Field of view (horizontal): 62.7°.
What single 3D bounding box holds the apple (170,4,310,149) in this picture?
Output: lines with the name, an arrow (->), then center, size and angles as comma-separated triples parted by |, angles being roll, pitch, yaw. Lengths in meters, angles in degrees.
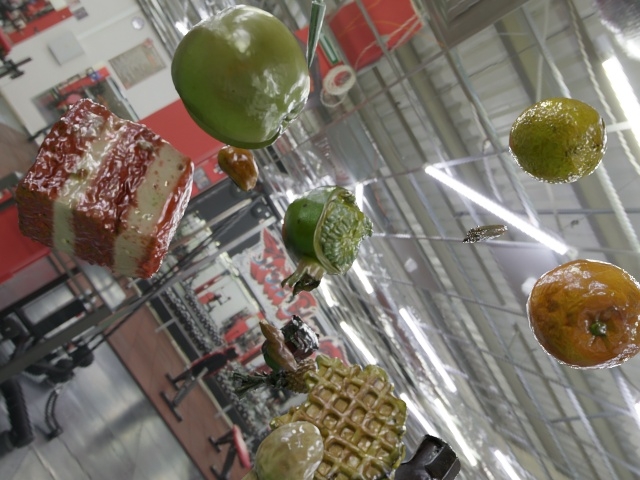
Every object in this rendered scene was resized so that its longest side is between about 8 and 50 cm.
apple -> -0.163, -0.328, 1.096 | 0.254, 0.292, 0.292 | 41, -11, -3

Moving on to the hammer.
hammer -> 0.089, 0.531, 1.204 | 0.408, 0.242, 0.095 | -2, -60, 45

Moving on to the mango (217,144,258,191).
mango -> -0.255, -0.234, 1.652 | 0.084, 0.105, 0.159 | 46, -7, 49

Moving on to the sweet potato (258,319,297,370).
sweet potato -> -0.114, 0.293, 1.420 | 0.055, 0.058, 0.202 | 27, -30, 46

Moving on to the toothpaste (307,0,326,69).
toothpaste -> -0.018, -0.620, 1.563 | 0.064, 0.041, 0.218 | -91, -169, -53

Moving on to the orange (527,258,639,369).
orange -> 0.624, 0.173, 1.232 | 0.261, 0.261, 0.261 | 54, -12, 17

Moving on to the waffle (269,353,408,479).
waffle -> 0.037, 0.380, 1.090 | 0.058, 0.281, 0.301 | 85, 14, -46

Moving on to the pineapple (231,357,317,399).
pineapple -> -0.143, 0.449, 1.681 | 0.130, 0.277, 0.119 | -96, 179, -65

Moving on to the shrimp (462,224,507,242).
shrimp -> 0.557, -0.015, 1.837 | 0.143, 0.251, 0.052 | -29, -112, 39

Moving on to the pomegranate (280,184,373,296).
pomegranate -> 0.000, 0.000, 1.459 | 0.260, 0.341, 0.260 | 27, -23, 12

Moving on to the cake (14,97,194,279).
cake -> -0.468, -0.104, 1.189 | 0.319, 0.270, 0.270 | 24, -31, -14

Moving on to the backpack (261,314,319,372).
backpack -> -0.091, 0.312, 1.535 | 0.120, 0.165, 0.106 | 45, 8, -20

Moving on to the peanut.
peanut -> -0.066, 0.366, 0.796 | 0.228, 0.104, 0.086 | -61, -143, 25

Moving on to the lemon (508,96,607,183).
lemon -> 0.718, -0.306, 1.608 | 0.310, 0.257, 0.258 | 49, -14, 54
